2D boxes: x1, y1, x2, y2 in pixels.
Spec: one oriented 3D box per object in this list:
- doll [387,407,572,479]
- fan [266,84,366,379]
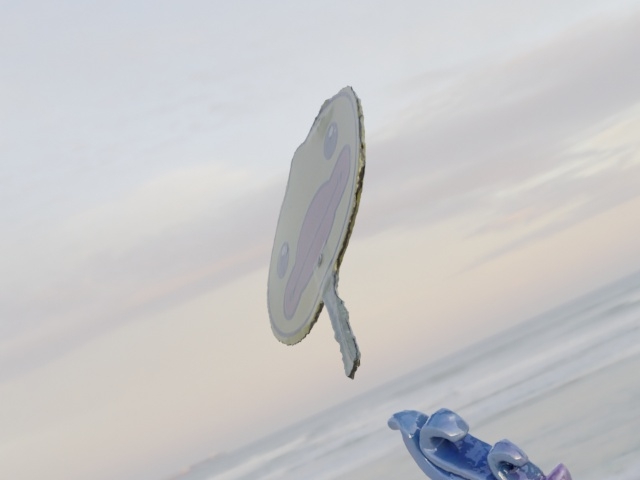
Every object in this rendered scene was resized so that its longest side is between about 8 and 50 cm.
[{"bbox_3d":[0.126,0.173,0.694,0.067,0.206,0.110,-39,-29,-29],"label":"doll"},{"bbox_3d":[-0.001,0.000,0.849,0.011,0.335,0.229,12,-62,-17],"label":"fan"}]
